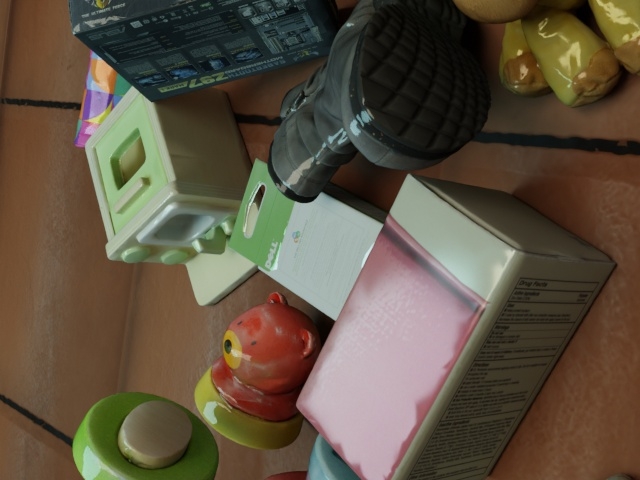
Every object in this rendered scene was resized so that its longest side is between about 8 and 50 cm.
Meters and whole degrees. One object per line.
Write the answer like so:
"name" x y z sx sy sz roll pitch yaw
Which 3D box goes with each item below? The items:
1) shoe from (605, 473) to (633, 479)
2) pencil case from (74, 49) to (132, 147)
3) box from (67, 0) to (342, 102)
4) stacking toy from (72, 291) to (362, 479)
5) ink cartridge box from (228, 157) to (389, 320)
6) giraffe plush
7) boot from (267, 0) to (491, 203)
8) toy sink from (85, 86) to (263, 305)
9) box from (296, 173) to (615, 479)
"shoe" 0.190 0.273 0.680 0.076 0.058 0.219 31 116 9
"pencil case" -0.263 -0.229 1.140 0.104 0.104 0.236 19 98 44
"box" -0.105 -0.222 0.854 0.232 0.183 0.059 -12 75 11
"stacking toy" -0.047 0.179 0.765 0.309 0.279 0.130 41 116 34
"ink cartridge box" 0.000 0.000 0.879 0.209 0.062 0.109 30 108 42
"giraffe plush" 0.165 -0.219 0.657 0.181 0.170 0.210 -25 69 41
"boot" 0.032 -0.104 0.747 0.223 0.118 0.338 -47 14 32
"toy sink" -0.174 -0.054 1.008 0.153 0.131 0.234 -37 62 37
"box" 0.107 0.079 0.705 0.127 0.148 0.232 41 114 39
